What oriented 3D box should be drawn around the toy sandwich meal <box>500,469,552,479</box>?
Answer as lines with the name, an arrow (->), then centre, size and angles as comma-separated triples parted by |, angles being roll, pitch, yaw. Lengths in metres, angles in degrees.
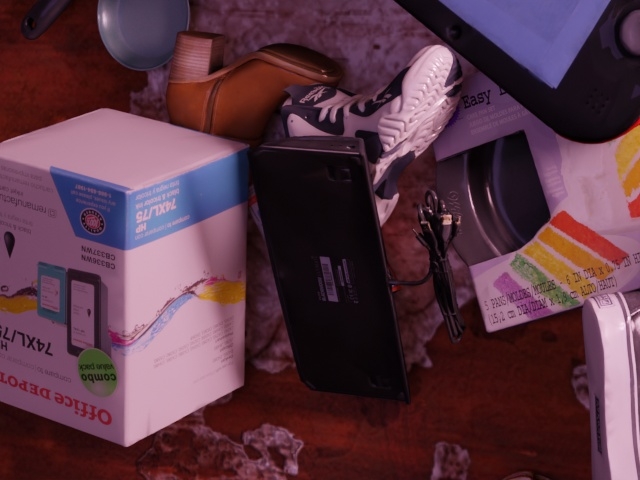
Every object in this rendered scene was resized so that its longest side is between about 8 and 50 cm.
toy sandwich meal -> 0.204, 0.263, 1.894 | 0.085, 0.029, 0.085 | 3, 95, 30

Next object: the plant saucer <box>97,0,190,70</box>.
plant saucer -> -0.183, -0.240, 2.083 | 0.119, 0.021, 0.119 | 2, 95, 29

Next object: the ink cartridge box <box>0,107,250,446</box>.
ink cartridge box -> -0.206, 0.032, 1.985 | 0.198, 0.197, 0.270 | 15, 114, 32

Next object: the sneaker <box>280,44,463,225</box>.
sneaker -> 0.030, -0.123, 1.869 | 0.153, 0.094, 0.235 | 45, 136, 20

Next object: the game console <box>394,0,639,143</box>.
game console -> 0.201, -0.312, 1.733 | 0.386, 0.060, 0.342 | 42, 122, 22

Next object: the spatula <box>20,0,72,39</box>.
spatula -> -0.231, -0.324, 2.098 | 0.084, 0.030, 0.296 | 49, 115, 15

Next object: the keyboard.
keyboard -> 0.049, 0.033, 1.871 | 0.201, 0.033, 0.317 | 6, 132, 21

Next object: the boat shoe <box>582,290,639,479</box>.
boat shoe -> 0.303, 0.190, 1.793 | 0.102, 0.108, 0.301 | -7, 101, -3

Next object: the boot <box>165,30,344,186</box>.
boot -> -0.068, -0.127, 2.006 | 0.197, 0.073, 0.152 | 13, 108, 28

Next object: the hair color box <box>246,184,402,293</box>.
hair color box -> 0.000, 0.000, 1.978 | 0.093, 0.053, 0.167 | -34, 78, 27

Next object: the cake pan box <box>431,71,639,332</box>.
cake pan box -> 0.236, -0.062, 1.828 | 0.267, 0.070, 0.246 | -18, 83, 31
